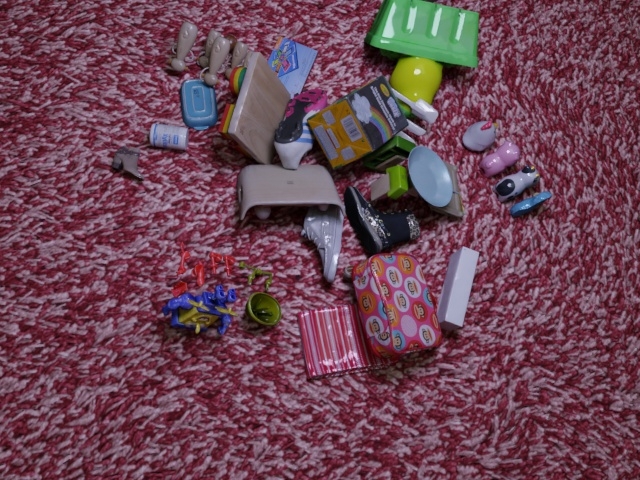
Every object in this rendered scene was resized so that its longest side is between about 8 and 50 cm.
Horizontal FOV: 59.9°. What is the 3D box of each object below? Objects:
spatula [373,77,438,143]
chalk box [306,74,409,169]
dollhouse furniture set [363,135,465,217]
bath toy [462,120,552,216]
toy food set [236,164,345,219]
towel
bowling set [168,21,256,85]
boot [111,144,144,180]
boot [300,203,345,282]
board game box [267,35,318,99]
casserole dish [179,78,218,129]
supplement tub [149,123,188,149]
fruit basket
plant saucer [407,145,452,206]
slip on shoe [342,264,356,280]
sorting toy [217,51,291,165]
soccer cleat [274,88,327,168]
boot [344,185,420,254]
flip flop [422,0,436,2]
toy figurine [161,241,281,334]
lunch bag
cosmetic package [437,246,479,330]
[{"bbox_3d":[0.245,-0.415,1.816,0.242,0.168,0.019,36,37,7],"label":"spatula"},{"bbox_3d":[0.133,-0.375,1.711,0.289,0.179,0.180,-40,106,-43],"label":"chalk box"},{"bbox_3d":[0.298,-0.174,1.767,0.301,0.151,0.198,16,61,-35],"label":"dollhouse furniture set"},{"bbox_3d":[0.609,-0.256,1.824,0.151,0.129,0.348,-28,78,-16],"label":"bath toy"},{"bbox_3d":[-0.093,-0.135,1.662,0.305,0.092,0.220,-1,36,-11],"label":"toy food set"},{"bbox_3d":[0.081,0.283,1.612,0.274,0.031,0.199,-7,72,-11],"label":"towel"},{"bbox_3d":[-0.314,-0.579,1.797,0.286,0.200,0.154,26,112,4],"label":"bowling set"},{"bbox_3d":[-0.567,-0.237,1.674,0.118,0.042,0.087,24,68,-1],"label":"boot"},{"bbox_3d":[0.000,0.000,1.670,0.123,0.095,0.258,7,62,0],"label":"boot"},{"bbox_3d":[-0.120,-0.543,1.855,0.145,0.027,0.281,22,70,-3],"label":"board game box"},{"bbox_3d":[-0.389,-0.443,1.774,0.114,0.037,0.189,-6,72,-12],"label":"casserole dish"},{"bbox_3d":[-0.463,-0.317,1.701,0.107,0.071,0.071,6,71,-6],"label":"supplement tub"},{"bbox_3d":[0.328,-0.606,1.867,0.391,0.283,0.392,-1,114,-1],"label":"fruit basket"},{"bbox_3d":[0.317,-0.185,1.655,0.194,0.037,0.195,18,60,-34],"label":"plant saucer"},{"bbox_3d":[0.129,0.097,1.677,0.135,0.041,0.051,-7,55,-30],"label":"slip on shoe"},{"bbox_3d":[-0.204,-0.386,1.670,0.089,0.257,0.256,11,79,21],"label":"sorting toy"},{"bbox_3d":[-0.061,-0.355,1.756,0.115,0.143,0.331,9,45,19],"label":"soccer cleat"},{"bbox_3d":[0.188,-0.077,1.727,0.178,0.085,0.237,-14,64,-24],"label":"boot"},{"bbox_3d":[0.361,-0.895,2.016,0.276,0.112,0.080,0,98,-12],"label":"flip flop"},{"bbox_3d":[-0.309,0.171,1.539,0.362,0.217,0.191,21,43,-48],"label":"toy figurine"},{"bbox_3d":[0.233,0.181,1.598,0.258,0.120,0.293,-1,70,-38],"label":"lunch bag"},{"bbox_3d":[0.410,0.147,1.674,0.060,0.099,0.239,20,71,-2],"label":"cosmetic package"}]
